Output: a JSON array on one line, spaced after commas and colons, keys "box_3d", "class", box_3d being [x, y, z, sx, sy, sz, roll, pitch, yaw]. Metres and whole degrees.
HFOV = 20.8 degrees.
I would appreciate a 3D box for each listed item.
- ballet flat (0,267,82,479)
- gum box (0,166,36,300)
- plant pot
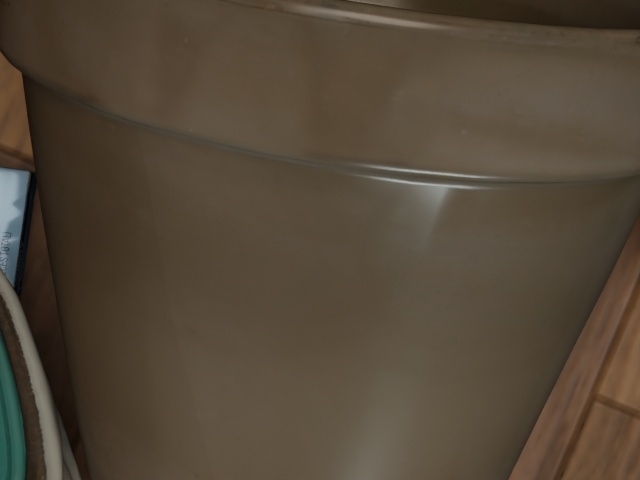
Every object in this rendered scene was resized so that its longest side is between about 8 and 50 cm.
[{"box_3d": [-0.148, 0.169, 0.817, 0.139, 0.139, 0.400, -24, 62, -2], "class": "ballet flat"}, {"box_3d": [-0.251, 0.028, 0.912, 0.184, 0.041, 0.157, 8, 91, -4], "class": "gum box"}, {"box_3d": [0.000, 0.000, 0.813, 0.323, 0.323, 0.280, 8, 106, -3], "class": "plant pot"}]
